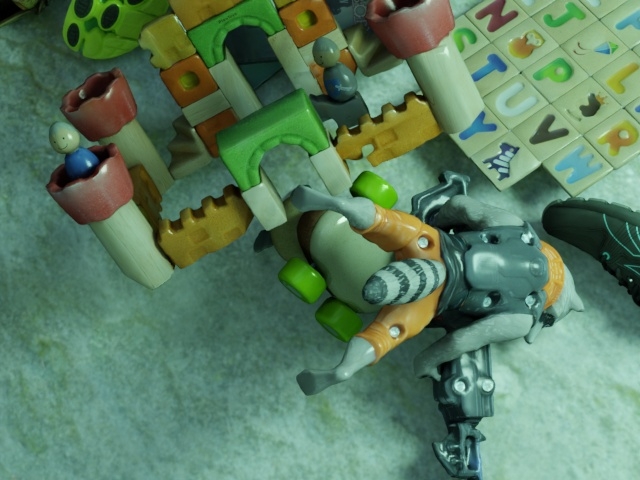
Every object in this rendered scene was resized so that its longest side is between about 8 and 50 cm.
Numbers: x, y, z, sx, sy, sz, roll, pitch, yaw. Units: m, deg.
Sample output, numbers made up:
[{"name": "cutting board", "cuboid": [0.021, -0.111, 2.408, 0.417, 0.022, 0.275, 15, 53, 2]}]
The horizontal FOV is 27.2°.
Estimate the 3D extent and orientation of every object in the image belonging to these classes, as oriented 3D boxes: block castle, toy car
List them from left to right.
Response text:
[{"name": "block castle", "cuboid": [-0.073, -0.176, 1.446, 0.453, 0.213, 0.303, -27, 28, 8]}, {"name": "toy car", "cuboid": [0.000, 0.000, 1.509, 0.155, 0.149, 0.188, -50, 38, -12]}]

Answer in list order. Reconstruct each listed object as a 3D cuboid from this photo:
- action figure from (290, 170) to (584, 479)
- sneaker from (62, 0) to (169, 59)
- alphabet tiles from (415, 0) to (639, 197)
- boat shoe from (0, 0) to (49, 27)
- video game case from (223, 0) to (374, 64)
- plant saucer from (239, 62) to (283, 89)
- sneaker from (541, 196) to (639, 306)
[{"name": "action figure", "cuboid": [0.136, 0.084, 1.349, 0.330, 0.178, 0.341, -4, 82, -33]}, {"name": "sneaker", "cuboid": [-0.220, -0.355, 1.702, 0.109, 0.123, 0.295, 36, 98, -11]}, {"name": "alphabet tiles", "cuboid": [0.294, -0.206, 1.525, 0.342, 0.011, 0.285, -34, 59, -6]}, {"name": "boat shoe", "cuboid": [-0.382, -0.342, 1.724, 0.307, 0.111, 0.104, -25, 64, 23]}, {"name": "video game case", "cuboid": [-0.013, -0.312, 1.575, 0.274, 0.196, 0.026, -4, 28, 7]}, {"name": "plant saucer", "cuboid": [-0.038, -0.258, 1.655, 0.192, 0.018, 0.067, -39, 66, -2]}, {"name": "sneaker", "cuboid": [0.350, 0.028, 1.400, 0.267, 0.101, 0.106, 20, 89, 28]}]
